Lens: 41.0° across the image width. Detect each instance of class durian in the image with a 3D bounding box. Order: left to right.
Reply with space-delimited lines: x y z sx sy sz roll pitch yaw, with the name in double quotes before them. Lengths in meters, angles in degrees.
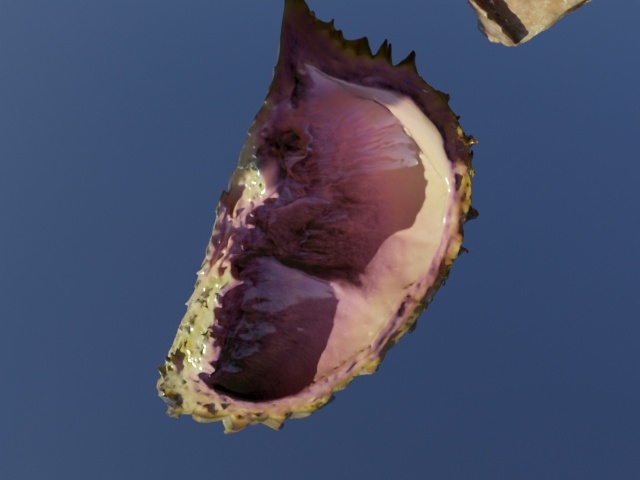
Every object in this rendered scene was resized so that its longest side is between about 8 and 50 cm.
"durian" 0.000 0.001 0.650 0.191 0.341 0.112 14 -162 -17

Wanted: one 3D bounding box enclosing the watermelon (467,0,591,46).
"watermelon" 0.072 -0.206 0.371 0.318 0.226 0.148 10 -165 -7
